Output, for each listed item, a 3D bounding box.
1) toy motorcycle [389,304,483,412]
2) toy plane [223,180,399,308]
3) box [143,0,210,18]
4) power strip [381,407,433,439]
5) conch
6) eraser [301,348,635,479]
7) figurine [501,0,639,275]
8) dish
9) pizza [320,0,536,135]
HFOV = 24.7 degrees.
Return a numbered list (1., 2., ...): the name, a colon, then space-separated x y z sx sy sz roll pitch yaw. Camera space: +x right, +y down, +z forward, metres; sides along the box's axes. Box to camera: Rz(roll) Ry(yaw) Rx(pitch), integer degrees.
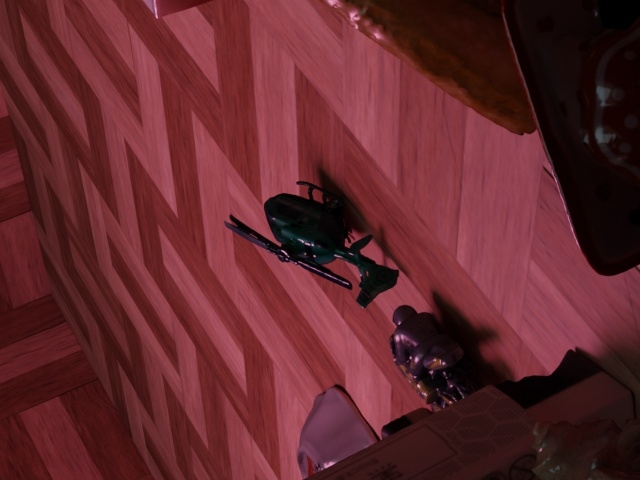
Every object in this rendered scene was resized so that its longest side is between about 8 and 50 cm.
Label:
1. toy motorcycle: 0.113 0.122 1.486 0.124 0.061 0.193 62 171 -6
2. toy plane: 0.000 0.000 1.617 0.235 0.096 0.060 27 142 37
3. box: -0.221 -0.499 1.599 0.385 0.122 0.344 54 158 35
4. power strip: 0.132 0.307 1.642 0.105 0.070 0.256 41 150 49
5. conch: 0.259 0.192 1.024 0.245 0.163 0.178 37 178 -2
6. eraser: 0.067 0.219 1.177 0.096 0.404 0.098 38 146 54
7. figurine: 0.241 -0.092 0.772 0.226 0.160 0.183 -6 106 62
8. dish: 0.021 0.308 1.932 0.229 0.081 0.229 55 159 34
9. pizza: 0.025 -0.233 1.093 0.409 0.114 0.278 46 -161 5
